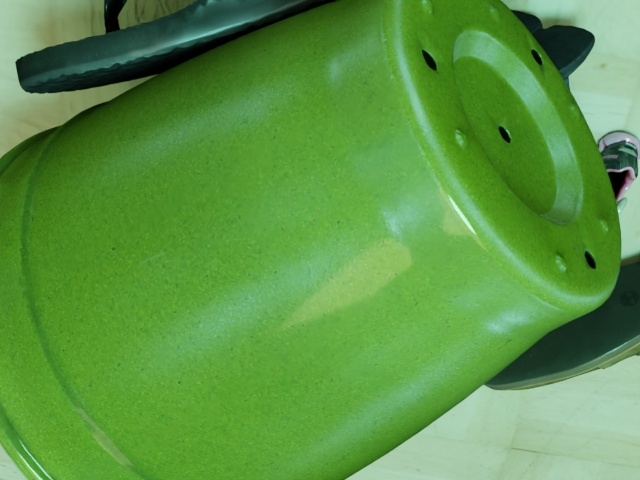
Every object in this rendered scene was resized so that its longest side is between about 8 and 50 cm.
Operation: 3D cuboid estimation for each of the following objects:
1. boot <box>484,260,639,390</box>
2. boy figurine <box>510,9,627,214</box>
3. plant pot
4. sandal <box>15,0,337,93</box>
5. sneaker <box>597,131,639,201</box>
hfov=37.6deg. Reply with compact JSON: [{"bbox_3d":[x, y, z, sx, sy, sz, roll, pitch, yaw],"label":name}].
[{"bbox_3d":[0.293,0.085,0.892,0.305,0.112,0.115,-26,131,23],"label":"boot"},{"bbox_3d":[0.175,-0.038,0.793,0.177,0.092,0.285,24,139,38],"label":"boy figurine"},{"bbox_3d":[0.000,0.000,0.665,0.353,0.366,0.366,-29,120,35],"label":"plant pot"},{"bbox_3d":[-0.025,-0.210,0.686,0.445,0.167,0.107,-17,94,15],"label":"sandal"},{"bbox_3d":[0.240,-0.037,0.826,0.047,0.057,0.119,19,130,-9],"label":"sneaker"}]
